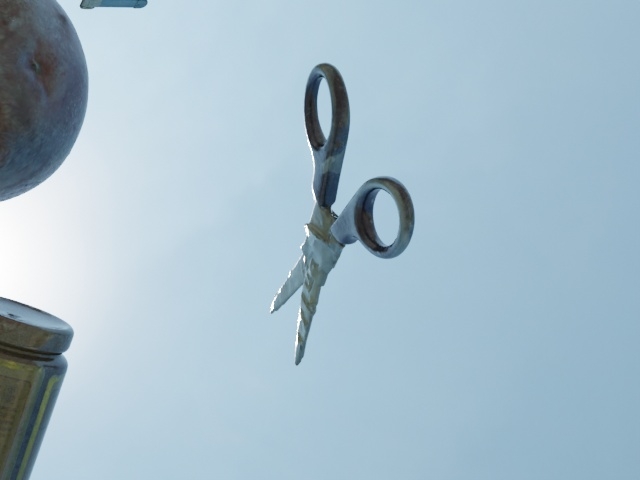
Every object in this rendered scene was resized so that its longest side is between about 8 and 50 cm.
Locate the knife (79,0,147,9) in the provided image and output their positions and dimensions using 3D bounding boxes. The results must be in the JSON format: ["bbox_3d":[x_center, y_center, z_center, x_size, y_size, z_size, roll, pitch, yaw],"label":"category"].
[{"bbox_3d":[-0.266,-0.308,1.589,0.096,0.027,0.010,-7,-118,-38],"label":"knife"}]

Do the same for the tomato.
[{"bbox_3d":[-0.446,-0.194,1.538,0.283,0.316,0.316,-1,-123,37],"label":"tomato"}]

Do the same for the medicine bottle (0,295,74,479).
[{"bbox_3d":[-0.388,0.227,1.356,0.151,0.151,0.322,20,-88,18],"label":"medicine bottle"}]

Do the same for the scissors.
[{"bbox_3d":[0.000,0.000,1.443,0.029,0.383,0.256,-9,-125,-25],"label":"scissors"}]
